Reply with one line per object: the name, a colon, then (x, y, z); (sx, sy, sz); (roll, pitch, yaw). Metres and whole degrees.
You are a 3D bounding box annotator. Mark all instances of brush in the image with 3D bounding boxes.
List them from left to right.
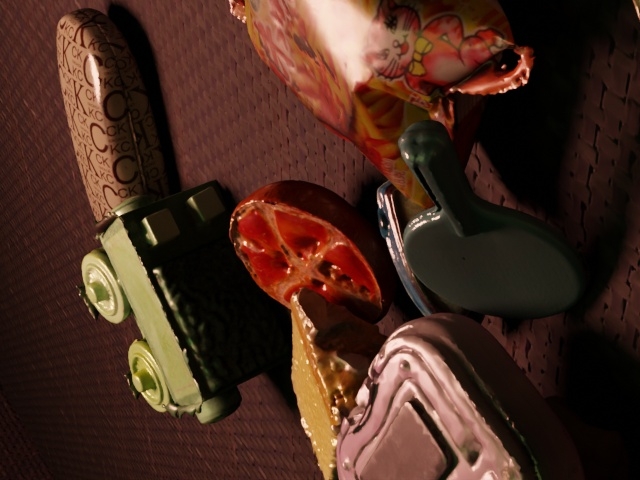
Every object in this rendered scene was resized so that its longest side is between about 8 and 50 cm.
brush: (0.200, 0.256, 0.921); (0.084, 0.071, 0.301); (23, 133, 53)

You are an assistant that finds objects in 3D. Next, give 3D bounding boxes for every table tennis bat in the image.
table tennis bat: (0.100, -0.005, 0.813); (0.124, 0.033, 0.201); (-1, 144, 31)

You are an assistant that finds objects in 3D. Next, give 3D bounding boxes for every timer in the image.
timer: (0.090, 0.167, 0.894); (0.191, 0.069, 0.209); (53, 141, 31)

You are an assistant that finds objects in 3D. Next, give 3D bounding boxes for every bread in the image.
bread: (0.031, 0.119, 1.084); (0.152, 0.127, 0.147); (54, 157, 28)

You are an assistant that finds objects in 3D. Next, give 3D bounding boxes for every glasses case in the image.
glasses case: (-0.240, -0.104, 1.504); (0.137, 0.085, 0.355); (39, 146, 48)

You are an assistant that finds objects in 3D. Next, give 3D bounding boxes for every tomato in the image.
tomato: (0.000, 0.000, 1.079); (0.155, 0.069, 0.156); (23, 146, 17)

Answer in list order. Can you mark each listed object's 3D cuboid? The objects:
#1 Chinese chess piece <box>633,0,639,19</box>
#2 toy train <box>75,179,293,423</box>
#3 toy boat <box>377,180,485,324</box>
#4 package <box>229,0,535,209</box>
Chinese chess piece: (0.228, -0.119, 0.453); (0.270, 0.112, 0.270); (49, 153, 36)
toy train: (-0.152, 0.070, 1.404); (0.188, 0.159, 0.272); (-29, 85, 57)
toy boat: (0.086, 0.013, 0.955); (0.137, 0.060, 0.061); (63, -178, 4)
package: (0.028, -0.146, 0.848); (0.288, 0.108, 0.223); (50, 158, 21)
